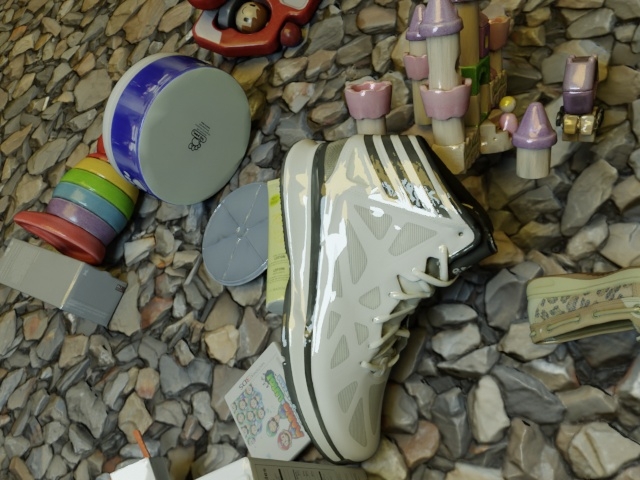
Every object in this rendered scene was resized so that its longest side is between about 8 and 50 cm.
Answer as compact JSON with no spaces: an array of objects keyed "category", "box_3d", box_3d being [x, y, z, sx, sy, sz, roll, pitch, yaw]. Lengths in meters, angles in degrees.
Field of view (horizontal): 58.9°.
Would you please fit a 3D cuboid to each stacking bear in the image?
[{"category":"stacking bear","box_3d":[-0.451,-0.111,1.171,0.164,0.175,0.289,10,64,31]}]

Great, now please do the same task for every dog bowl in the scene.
[{"category":"dog bowl","box_3d":[-0.256,-0.203,1.048,0.104,0.265,0.265,28,81,31]}]

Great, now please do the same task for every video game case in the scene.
[{"category":"video game case","box_3d":[-0.074,0.260,0.864,0.143,0.019,0.157,-50,55,21]}]

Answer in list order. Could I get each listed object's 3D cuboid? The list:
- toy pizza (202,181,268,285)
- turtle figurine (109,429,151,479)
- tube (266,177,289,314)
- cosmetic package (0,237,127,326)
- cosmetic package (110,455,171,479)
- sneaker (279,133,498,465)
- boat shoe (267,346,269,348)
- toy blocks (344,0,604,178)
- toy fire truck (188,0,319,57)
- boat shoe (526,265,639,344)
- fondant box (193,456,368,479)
[{"category":"toy pizza","box_3d":[-0.134,-0.011,1.030,0.201,0.032,0.201,-16,60,30]},{"category":"turtle figurine","box_3d":[-0.299,0.450,0.862,0.217,0.087,0.270,-25,74,-13]},{"category":"tube","box_3d":[-0.050,-0.005,0.881,0.070,0.062,0.240,10,59,-14]},{"category":"cosmetic package","box_3d":[-0.519,0.080,1.127,0.238,0.127,0.107,16,74,33]},{"category":"cosmetic package","box_3d":[-0.217,0.425,0.778,0.060,0.099,0.239,-21,72,-12]},{"category":"sneaker","box_3d":[0.094,0.079,0.727,0.257,0.169,0.448,-4,94,27]},{"category":"boat shoe","box_3d":[-0.039,0.213,0.884,0.133,0.042,0.049,42,114,35]},{"category":"toy blocks","box_3d":[0.221,-0.257,0.785,0.308,0.260,0.288,7,31,29]},{"category":"toy fire truck","box_3d":[-0.130,-0.525,1.213,0.253,0.169,0.302,23,79,13]},{"category":"boat shoe","box_3d":[0.364,0.083,0.662,0.285,0.104,0.089,162,117,-65]},{"category":"fondant box","box_3d":[-0.091,0.351,0.670,0.238,0.330,0.096,-28,58,12]}]
